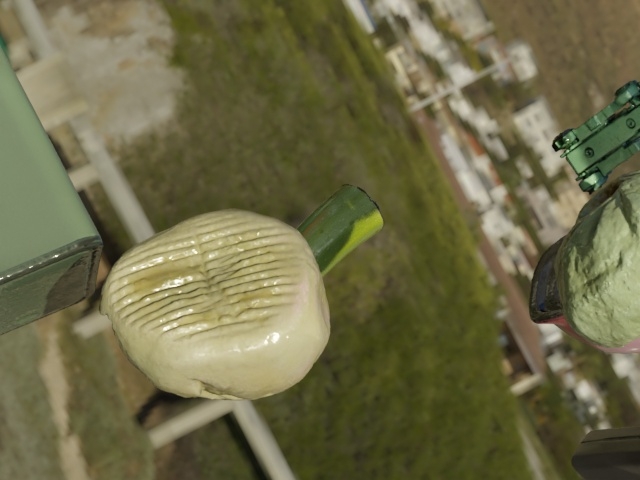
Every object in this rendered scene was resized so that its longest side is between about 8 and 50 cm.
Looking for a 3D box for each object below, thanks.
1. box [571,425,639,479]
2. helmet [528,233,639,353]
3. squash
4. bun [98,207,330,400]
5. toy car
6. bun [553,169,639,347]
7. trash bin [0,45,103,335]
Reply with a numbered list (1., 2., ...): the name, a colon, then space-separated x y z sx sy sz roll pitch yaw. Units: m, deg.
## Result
1. box: 0.353 0.238 1.495 0.103 0.055 0.244 45 -19 -6
2. helmet: 0.383 0.054 1.677 0.154 0.253 0.198 45 31 -19
3. squash: 0.000 0.000 2.245 0.095 0.188 0.095 39 -26 23
4. bun: -0.089 0.068 1.260 0.128 0.193 0.178 81 -6 -47
5. toy car: 0.308 -0.110 1.525 0.073 0.054 0.143 56 -40 6
6. bun: 0.289 0.005 1.329 0.118 0.195 0.195 43 -2 1
7. trash bin: -0.362 -0.089 1.489 0.343 0.158 0.223 65 -17 12
